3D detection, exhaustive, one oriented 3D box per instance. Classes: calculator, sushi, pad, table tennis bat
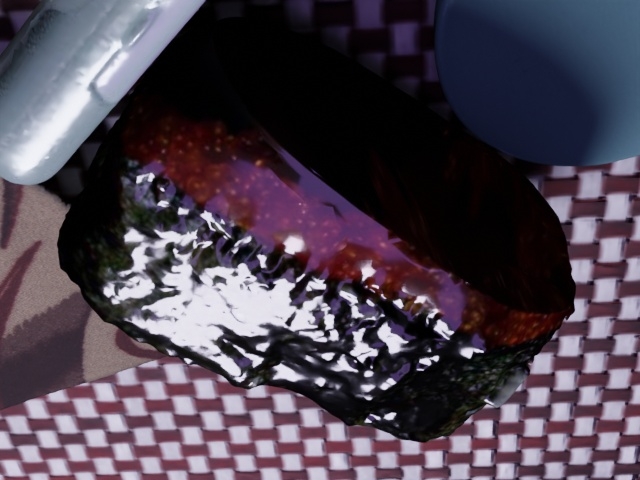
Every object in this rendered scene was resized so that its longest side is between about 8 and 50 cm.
[{"bbox_3d":[-0.049,-0.114,0.422,0.045,0.141,0.246,39,124,-14],"label":"calculator"},{"bbox_3d":[0.000,0.000,0.532,0.225,0.136,0.126,28,127,-23],"label":"sushi"},{"bbox_3d":[-0.233,0.058,0.637,0.330,0.004,0.220,-19,148,20],"label":"pad"},{"bbox_3d":[0.110,-0.120,0.485,0.149,0.038,0.237,-14,136,13],"label":"table tennis bat"}]
